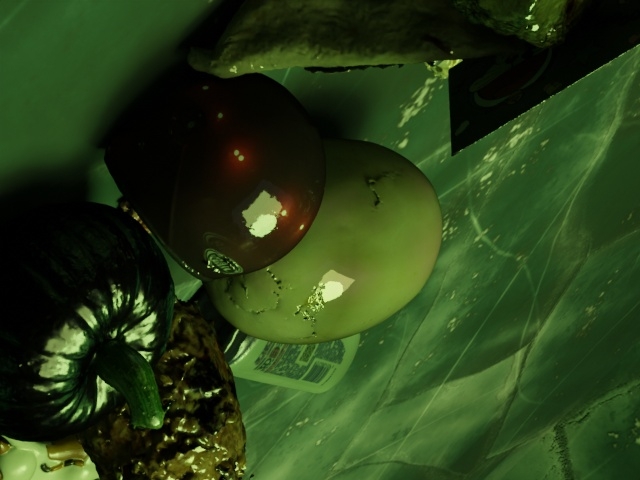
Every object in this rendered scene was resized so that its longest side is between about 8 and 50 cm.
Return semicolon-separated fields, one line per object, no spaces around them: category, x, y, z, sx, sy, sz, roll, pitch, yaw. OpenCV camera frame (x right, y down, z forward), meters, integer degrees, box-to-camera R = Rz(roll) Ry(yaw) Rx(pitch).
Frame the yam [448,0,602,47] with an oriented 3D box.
yam;0.147;-0.321;1.764;0.195;0.300;0.195;-42;168;-11

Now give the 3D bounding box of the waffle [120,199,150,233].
waffle;-0.175;-0.036;2.028;0.075;0.029;0.083;-32;156;-27

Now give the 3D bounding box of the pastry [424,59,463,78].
pastry;0.198;-0.285;2.174;0.258;0.089;0.121;-41;170;-2

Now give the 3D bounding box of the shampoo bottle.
shampoo bottle;-0.053;0.112;2.423;0.134;0.078;0.359;-58;156;4

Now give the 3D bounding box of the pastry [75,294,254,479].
pastry;-0.182;0.188;2.096;0.193;0.275;0.275;-14;152;-4

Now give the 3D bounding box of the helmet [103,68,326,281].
helmet;-0.092;-0.066;1.920;0.189;0.193;0.216;38;60;-53

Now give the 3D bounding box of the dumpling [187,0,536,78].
dumpling;0.042;-0.227;1.882;0.166;0.332;0.086;-81;168;-53

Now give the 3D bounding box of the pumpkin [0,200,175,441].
pumpkin;-0.231;0.094;1.874;0.248;0.248;0.248;-37;156;-19

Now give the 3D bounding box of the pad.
pad;0.220;-0.182;1.819;0.245;0.006;0.170;-31;-153;22

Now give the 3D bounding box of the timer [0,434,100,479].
timer;-0.278;0.256;2.231;0.266;0.175;0.175;7;126;-43

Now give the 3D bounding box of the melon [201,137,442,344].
melon;0.000;0.000;2.135;0.317;0.223;0.223;-15;143;-51

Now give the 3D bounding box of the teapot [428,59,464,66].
teapot;0.103;-0.228;2.017;0.087;0.177;0.096;-41;132;-12
